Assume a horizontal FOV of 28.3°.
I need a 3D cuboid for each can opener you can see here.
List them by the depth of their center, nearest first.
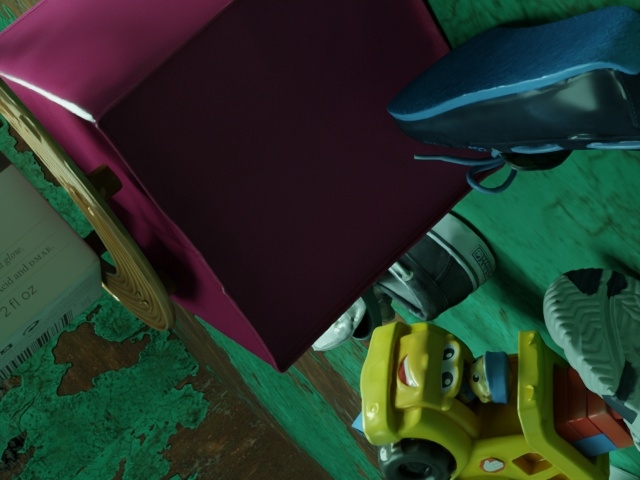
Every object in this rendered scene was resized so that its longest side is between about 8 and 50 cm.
[{"bbox_3d":[-0.033,0.002,1.374,0.095,0.076,0.283,17,-148,-56],"label":"can opener"}]

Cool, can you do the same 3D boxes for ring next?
[{"bbox_3d":[-0.216,-0.066,0.956,0.336,0.032,0.336,45,165,15],"label":"ring"}]

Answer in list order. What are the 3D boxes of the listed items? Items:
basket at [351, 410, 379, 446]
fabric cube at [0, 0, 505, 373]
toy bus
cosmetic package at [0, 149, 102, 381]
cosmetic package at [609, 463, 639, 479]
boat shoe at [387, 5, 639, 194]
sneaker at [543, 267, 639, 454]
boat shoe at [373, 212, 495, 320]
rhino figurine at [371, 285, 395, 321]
[{"bbox_3d":[0.188,0.296,1.414,0.289,0.201,0.255,43,170,-22],"label":"basket"},{"bbox_3d":[-0.063,-0.101,0.990,0.258,0.254,0.259,26,153,53],"label":"fabric cube"},{"bbox_3d":[0.173,0.151,1.127,0.211,0.149,0.220,-25,129,35],"label":"toy bus"},{"bbox_3d":[-0.284,0.011,0.987,0.184,0.151,0.151,46,165,3],"label":"cosmetic package"},{"bbox_3d":[0.301,0.487,1.179,0.329,0.393,0.327,51,167,-19],"label":"cosmetic package"},{"bbox_3d":[0.125,-0.075,0.798,0.089,0.109,0.258,49,169,-18],"label":"boat shoe"},{"bbox_3d":[0.258,0.131,0.973,0.235,0.094,0.153,35,155,15],"label":"sneaker"},{"bbox_3d":[0.040,-0.004,1.253,0.301,0.102,0.108,33,160,47],"label":"boat shoe"},{"bbox_3d":[0.000,0.000,1.454,0.243,0.073,0.106,49,163,4],"label":"rhino figurine"}]
